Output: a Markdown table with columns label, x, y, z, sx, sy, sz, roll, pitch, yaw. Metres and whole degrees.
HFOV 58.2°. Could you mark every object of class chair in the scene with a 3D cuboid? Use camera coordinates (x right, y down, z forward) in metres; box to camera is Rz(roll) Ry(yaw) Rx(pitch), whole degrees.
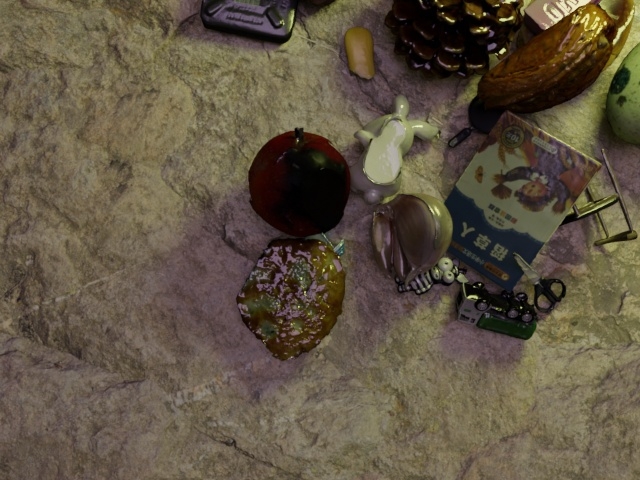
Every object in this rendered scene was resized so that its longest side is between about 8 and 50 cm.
| label | x | y | z | sx | sy | sz | roll | pitch | yaw |
| --- | --- | --- | --- | --- | --- | --- | --- | --- | --- |
| chair | 0.770 | -0.094 | 1.661 | 0.166 | 0.188 | 0.272 | -24 | 84 | -3 |

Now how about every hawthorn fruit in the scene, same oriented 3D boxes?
| label | x | y | z | sx | sy | sz | roll | pitch | yaw |
| --- | --- | --- | --- | --- | --- | --- | --- | --- | --- |
| hawthorn fruit | -0.054 | -0.146 | 1.571 | 0.315 | 0.316 | 0.316 | 0 | 86 | -2 |

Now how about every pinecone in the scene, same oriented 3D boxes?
| label | x | y | z | sx | sy | sz | roll | pitch | yaw |
| --- | --- | --- | --- | --- | --- | --- | --- | --- | --- |
| pinecone | 0.381 | -0.672 | 1.614 | 0.397 | 0.398 | 0.398 | 0 | 86 | -2 |

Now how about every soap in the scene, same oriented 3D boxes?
| label | x | y | z | sx | sy | sz | roll | pitch | yaw |
| --- | --- | --- | --- | --- | --- | --- | --- | --- | --- |
| soap | 0.119 | -0.566 | 1.743 | 0.089 | 0.033 | 0.169 | -3 | 86 | 0 |
| soap | 0.685 | -0.664 | 1.623 | 0.203 | 0.065 | 0.122 | -41 | 75 | 3 |

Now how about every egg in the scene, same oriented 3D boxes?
| label | x | y | z | sx | sy | sz | roll | pitch | yaw |
| --- | --- | --- | --- | --- | --- | --- | --- | --- | --- |
| egg | 0.987 | -0.442 | 1.639 | 0.379 | 0.287 | 0.288 | -41 | 88 | -1 |

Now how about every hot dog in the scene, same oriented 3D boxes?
| label | x | y | z | sx | sy | sz | roll | pitch | yaw |
| --- | --- | --- | --- | --- | --- | --- | --- | --- | --- |
| hot dog | 0.613 | -0.463 | 1.570 | 0.387 | 0.267 | 0.174 | -33 | 70 | 39 |

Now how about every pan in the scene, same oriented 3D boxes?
| label | x | y | z | sx | sy | sz | roll | pitch | yaw |
| --- | --- | --- | --- | --- | --- | --- | --- | --- | --- |
| pan | 0.475 | -0.355 | 1.743 | 0.235 | 0.028 | 0.136 | -38 | 87 | -7 |

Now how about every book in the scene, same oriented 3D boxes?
| label | x | y | z | sx | sy | sz | roll | pitch | yaw |
| --- | --- | --- | --- | --- | --- | --- | --- | --- | --- |
| book | 0.529 | -0.108 | 1.622 | 0.300 | 0.039 | 0.428 | 34 | 108 | 13 |

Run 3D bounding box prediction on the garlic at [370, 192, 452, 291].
| label | x | y | z | sx | sy | sz | roll | pitch | yaw |
| --- | --- | --- | --- | --- | --- | --- | --- | --- | --- |
| garlic | 0.253 | -0.012 | 1.608 | 0.237 | 0.210 | 0.292 | -23 | 71 | 8 |

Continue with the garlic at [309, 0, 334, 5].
| label | x | y | z | sx | sy | sz | roll | pitch | yaw |
| --- | --- | --- | --- | --- | --- | --- | --- | --- | --- |
| garlic | 0.009 | -0.806 | 1.666 | 0.245 | 0.160 | 0.245 | -13 | 110 | -40 |

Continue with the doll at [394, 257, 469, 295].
| label | x | y | z | sx | sy | sz | roll | pitch | yaw |
| --- | --- | --- | --- | --- | --- | --- | --- | --- | --- |
| doll | 0.328 | 0.104 | 1.688 | 0.219 | 0.067 | 0.091 | -13 | 67 | -5 |

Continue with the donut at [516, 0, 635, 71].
| label | x | y | z | sx | sy | sz | roll | pitch | yaw |
| --- | --- | --- | --- | --- | --- | --- | --- | --- | --- |
| donut | 0.758 | -0.625 | 1.719 | 0.329 | 0.160 | 0.330 | -1 | 84 | 10 |

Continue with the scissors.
| label | x | y | z | sx | sy | sz | roll | pitch | yaw |
| --- | --- | --- | --- | --- | --- | --- | --- | --- | --- |
| scissors | 0.614 | 0.111 | 1.633 | 0.109 | 0.022 | 0.300 | -48 | 127 | 3 |

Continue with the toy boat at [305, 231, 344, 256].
| label | x | y | z | sx | sy | sz | roll | pitch | yaw |
| --- | --- | --- | --- | --- | --- | --- | --- | --- | --- |
| toy boat | -0.002 | 0.012 | 1.699 | 0.149 | 0.034 | 0.105 | 30 | 85 | 0 |

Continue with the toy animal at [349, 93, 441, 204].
| label | x | y | z | sx | sy | sz | roll | pitch | yaw |
| --- | --- | --- | --- | --- | --- | --- | --- | --- | --- |
| toy animal | 0.202 | -0.266 | 1.668 | 0.325 | 0.154 | 0.208 | -45 | 95 | -9 |

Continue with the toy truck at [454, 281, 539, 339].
| label | x | y | z | sx | sy | sz | roll | pitch | yaw |
| --- | --- | --- | --- | --- | --- | --- | --- | --- | --- |
| toy truck | 0.511 | 0.209 | 1.667 | 0.242 | 0.101 | 0.125 | 16 | 123 | -3 |

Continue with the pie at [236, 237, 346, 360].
| label | x | y | z | sx | sy | sz | roll | pitch | yaw |
| --- | --- | --- | --- | --- | --- | --- | --- | --- | --- |
| pie | -0.077 | 0.160 | 1.652 | 0.288 | 0.103 | 0.355 | 29 | 86 | 0 |

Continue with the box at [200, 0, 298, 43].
| label | x | y | z | sx | sy | sz | roll | pitch | yaw |
| --- | --- | --- | --- | --- | --- | --- | --- | --- | --- |
| box | -0.203 | -0.756 | 1.725 | 0.288 | 0.073 | 0.290 | 11 | 86 | -2 |
